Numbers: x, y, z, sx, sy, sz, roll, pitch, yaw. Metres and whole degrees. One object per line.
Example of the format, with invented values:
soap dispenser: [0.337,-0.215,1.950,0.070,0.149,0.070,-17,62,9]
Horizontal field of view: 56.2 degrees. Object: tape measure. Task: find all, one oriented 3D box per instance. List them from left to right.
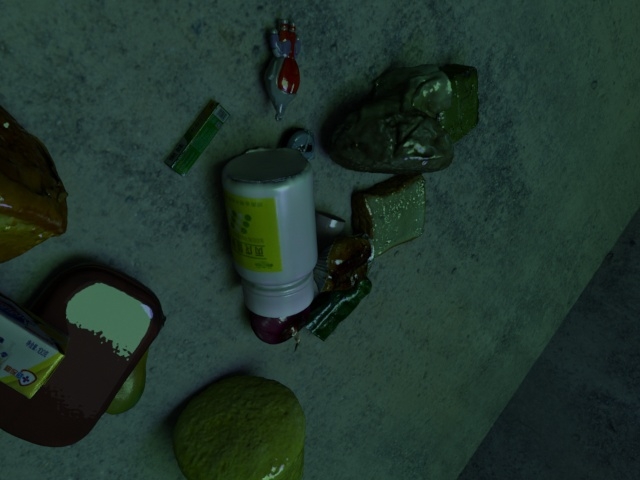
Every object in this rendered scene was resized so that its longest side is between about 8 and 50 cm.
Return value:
tape measure: [-0.056,-0.233,1.507,0.091,0.054,0.094,-34,140,-22]

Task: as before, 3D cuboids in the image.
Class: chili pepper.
chili pepper: [0.062,0.175,1.807,0.270,0.099,0.136,-50,124,-4]

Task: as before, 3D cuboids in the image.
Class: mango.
mango: [-0.475,0.320,1.421,0.122,0.085,0.191,2,101,-29]

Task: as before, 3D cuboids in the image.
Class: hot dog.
hot dog: [0.073,0.064,1.641,0.270,0.081,0.163,-10,122,-59]

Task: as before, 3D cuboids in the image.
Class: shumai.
shumai: [0.186,-0.322,1.564,0.329,0.292,0.289,4,92,-5]

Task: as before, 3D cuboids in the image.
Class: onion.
onion: [-0.108,0.202,1.632,0.177,0.153,0.177,-18,117,-39]

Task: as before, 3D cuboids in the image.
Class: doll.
doll: [-0.085,-0.388,1.380,0.102,0.075,0.228,-9,109,-50]

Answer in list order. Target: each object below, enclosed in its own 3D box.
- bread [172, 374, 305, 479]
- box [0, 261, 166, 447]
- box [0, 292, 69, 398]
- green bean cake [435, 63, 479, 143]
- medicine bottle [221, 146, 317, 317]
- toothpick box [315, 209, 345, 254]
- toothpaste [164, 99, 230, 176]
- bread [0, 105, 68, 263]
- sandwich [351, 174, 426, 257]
bread: [-0.195,0.568,1.625,0.348,0.348,0.308,-35,137,-23]
box: [-0.524,0.242,1.278,0.263,0.108,0.404,36,86,-28]
box: [-0.597,0.159,1.086,0.265,0.168,0.097,39,80,-16]
green bean cake: [0.374,-0.397,1.762,0.200,0.113,0.214,-33,131,-28]
medicine bottle: [-0.115,-0.018,1.458,0.213,0.213,0.379,-24,126,-31]
toothpick box: [0.000,0.000,1.653,0.098,0.098,0.149,10,105,-44]
toothpaste: [-0.273,-0.227,1.330,0.178,0.037,0.043,-54,140,-4]
bread: [-0.561,-0.112,0.916,0.204,0.337,0.358,-43,162,-2]
sandwich: [0.212,-0.076,1.812,0.251,0.087,0.226,-23,127,-31]
